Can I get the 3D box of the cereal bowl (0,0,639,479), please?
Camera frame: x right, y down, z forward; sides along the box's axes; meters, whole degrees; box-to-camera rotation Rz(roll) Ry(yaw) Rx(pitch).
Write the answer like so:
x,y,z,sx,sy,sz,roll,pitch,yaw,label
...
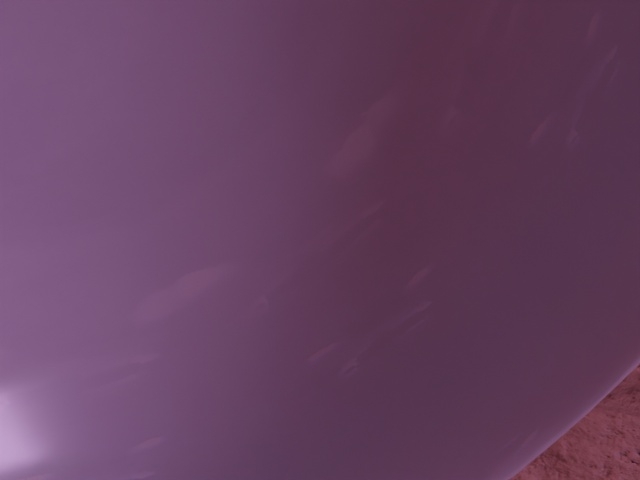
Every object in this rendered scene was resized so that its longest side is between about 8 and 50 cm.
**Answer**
x,y,z,sx,sy,sz,roll,pitch,yaw,label
-0.039,-0.018,0.316,0.141,0.339,0.339,54,-20,31,cereal bowl
